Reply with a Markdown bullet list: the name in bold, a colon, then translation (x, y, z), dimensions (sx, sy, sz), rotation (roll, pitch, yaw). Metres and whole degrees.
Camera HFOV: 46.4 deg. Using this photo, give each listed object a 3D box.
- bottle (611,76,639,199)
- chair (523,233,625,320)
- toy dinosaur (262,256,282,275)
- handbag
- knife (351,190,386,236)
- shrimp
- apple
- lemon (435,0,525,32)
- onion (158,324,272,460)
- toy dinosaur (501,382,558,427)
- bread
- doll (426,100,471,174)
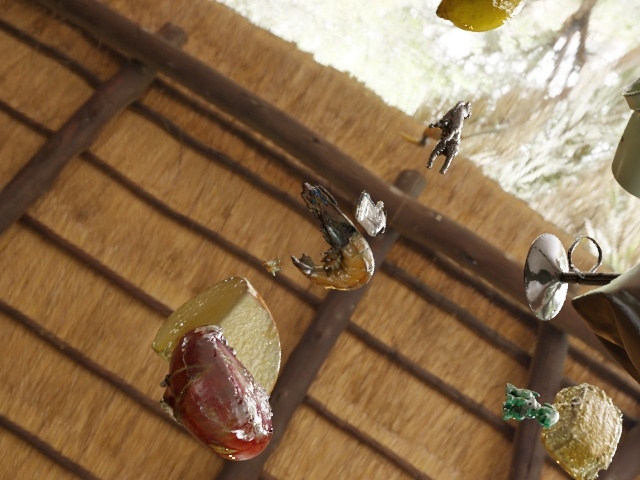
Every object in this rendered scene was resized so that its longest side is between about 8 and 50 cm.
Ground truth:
- **bottle**: translation (0.702, -0.258, 1.447), dimensions (0.229, 0.351, 0.229), rotation (-1, -137, 1)
- **chair**: translation (0.716, 0.097, 1.779), dimensions (0.227, 0.226, 0.401), rotation (-3, -176, -44)
- **toy dinosaur**: translation (-0.113, 0.063, 1.816), dimensions (0.113, 0.041, 0.026), rotation (53, -162, -70)
- **handbag**: translation (0.499, 0.074, 0.933), dimensions (0.152, 0.288, 0.342), rotation (45, -170, -14)
- **knife**: translation (0.108, -0.062, 1.702), dimensions (0.043, 0.089, 0.365), rotation (5, 177, 12)
- **shrimp**: translation (0.000, 0.000, 1.799), dimensions (0.290, 0.222, 0.054), rotation (60, -140, -14)
- **apple**: translation (-0.229, 0.235, 1.611), dimensions (0.252, 0.313, 0.309), rotation (0, 180, -20)
- **lemon**: translation (0.406, -0.615, 1.853), dimensions (0.188, 0.257, 0.188), rotation (55, -159, -34)
- **onion**: translation (-0.179, 0.267, 1.303), dimensions (0.248, 0.161, 0.248), rotation (50, -163, -22)
- **toy dinosaur**: translation (0.380, 0.300, 1.353), dimensions (0.096, 0.059, 0.132), rotation (11, -166, 12)
- **bread**: translation (0.633, 0.455, 1.799), dimensions (0.174, 0.121, 0.245), rotation (47, -142, 0)
- **doll**: translation (0.307, -0.256, 1.752), dimensions (0.057, 0.139, 0.165), rotation (24, -128, 27)
